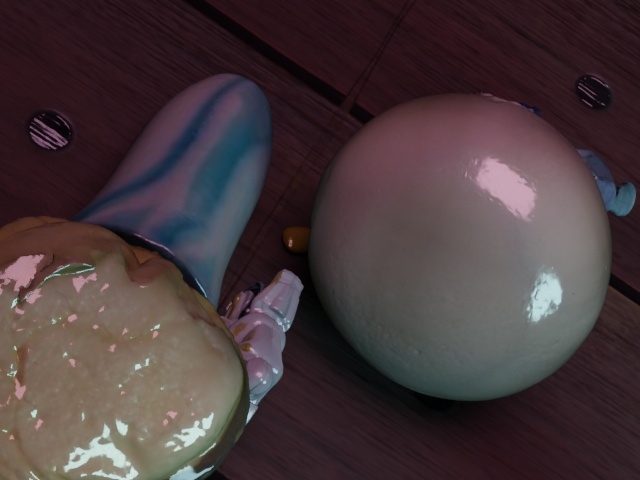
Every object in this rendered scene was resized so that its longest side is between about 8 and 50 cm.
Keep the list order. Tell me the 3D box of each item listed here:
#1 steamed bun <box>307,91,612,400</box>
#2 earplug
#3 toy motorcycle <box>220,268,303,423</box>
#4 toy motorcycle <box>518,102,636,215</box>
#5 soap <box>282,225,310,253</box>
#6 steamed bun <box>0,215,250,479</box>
[{"bbox_3d":[0.138,0.013,1.900,0.324,0.324,0.206,40,30,1],"label":"steamed bun"},{"bbox_3d":[-0.138,-0.057,1.916,0.185,0.185,0.324,30,50,-6],"label":"earplug"},{"bbox_3d":[-0.085,0.126,1.838,0.074,0.151,0.228,40,61,-18],"label":"toy motorcycle"},{"bbox_3d":[0.223,-0.076,2.081,0.260,0.206,0.154,11,95,-19],"label":"toy motorcycle"},{"bbox_3d":[0.000,0.000,2.036,0.089,0.012,0.034,2,62,-23],"label":"soap"},{"bbox_3d":[-0.265,0.146,1.682,0.372,0.230,0.325,-46,108,-17],"label":"steamed bun"}]
